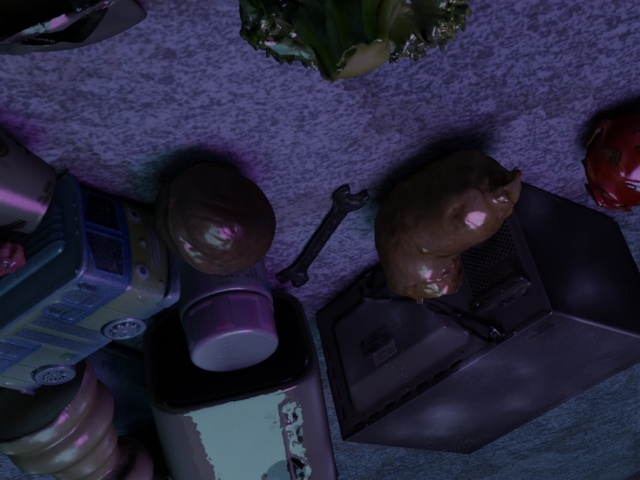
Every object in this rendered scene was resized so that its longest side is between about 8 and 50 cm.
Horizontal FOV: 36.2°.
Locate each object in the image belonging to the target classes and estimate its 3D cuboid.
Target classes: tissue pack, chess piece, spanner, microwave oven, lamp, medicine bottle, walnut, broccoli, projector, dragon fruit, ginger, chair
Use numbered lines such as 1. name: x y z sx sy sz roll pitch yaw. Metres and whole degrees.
1. tissue pack: -0.370 0.246 1.603 0.177 0.089 0.263 -30 146 21
2. chess piece: -0.331 0.334 1.452 0.182 0.182 0.330 -23 121 14
3. spanner: 0.000 0.000 1.431 0.054 0.015 0.254 3 145 -27
4. microwave oven: 0.250 0.140 1.547 0.375 0.236 0.432 15 138 -40
5. lamp: -0.396 -0.081 1.041 0.215 0.121 0.121 24 133 -29
6. medicine bottle: -0.133 0.082 1.359 0.135 0.168 0.135 -10 148 -6
7. walnut: -0.130 -0.025 1.222 0.140 0.140 0.162 -33 155 28
8. broccoli: 0.029 -0.237 0.913 0.226 0.176 0.198 -35 141 5
9. projector: -0.120 0.256 1.489 0.249 0.248 0.249 -12 121 -5
10. dragon fruit: 0.424 -0.115 1.326 0.136 0.133 0.166 -45 177 -45
11. ginger: 0.165 -0.031 1.320 0.152 0.138 0.267 37 133 1
12. chair: -0.253 -0.247 0.825 0.160 0.319 0.186 -17 105 1

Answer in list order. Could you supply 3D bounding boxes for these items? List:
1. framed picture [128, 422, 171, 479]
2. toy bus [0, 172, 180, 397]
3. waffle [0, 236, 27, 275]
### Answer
1. framed picture: -0.176 0.321 1.695 0.339 0.255 0.014 -12 110 -3
2. toy bus: -0.348 0.067 1.262 0.312 0.152 0.190 -31 145 27
3. waffle: -0.439 0.007 1.072 0.234 0.055 0.221 8 177 -34
